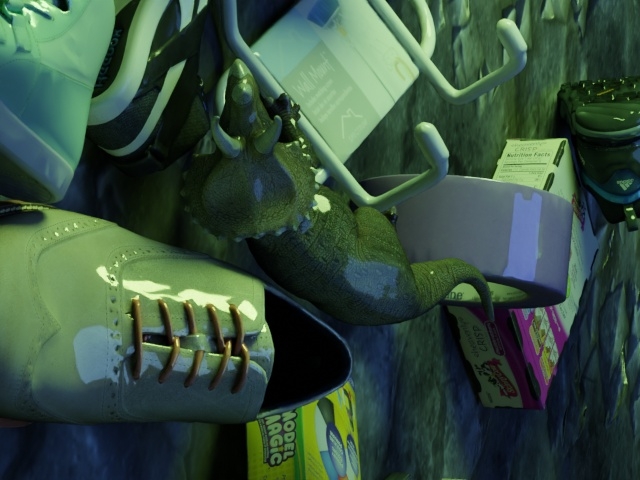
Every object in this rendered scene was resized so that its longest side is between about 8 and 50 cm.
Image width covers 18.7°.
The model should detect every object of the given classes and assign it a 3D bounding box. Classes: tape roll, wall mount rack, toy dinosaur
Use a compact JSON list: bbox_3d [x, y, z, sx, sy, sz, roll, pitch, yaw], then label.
[{"bbox_3d":[0.115,0.003,1.632,0.189,0.189,0.080,24,70,-62],"label":"tape roll"},{"bbox_3d":[0.016,-0.198,1.506,0.304,0.130,0.350,52,36,-10],"label":"wall mount rack"},{"bbox_3d":[0.000,0.000,1.349,0.313,0.121,0.160,45,17,-28],"label":"toy dinosaur"}]

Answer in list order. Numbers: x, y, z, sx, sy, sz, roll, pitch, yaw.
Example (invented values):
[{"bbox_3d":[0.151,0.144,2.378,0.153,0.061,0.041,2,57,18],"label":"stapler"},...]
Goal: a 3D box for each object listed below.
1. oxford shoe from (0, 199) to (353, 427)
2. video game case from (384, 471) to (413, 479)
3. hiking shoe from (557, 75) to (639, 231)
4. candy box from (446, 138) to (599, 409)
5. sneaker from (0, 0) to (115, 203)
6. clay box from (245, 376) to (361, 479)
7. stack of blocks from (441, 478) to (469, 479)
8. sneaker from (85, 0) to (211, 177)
[{"bbox_3d":[-0.111,0.050,1.220,0.397,0.146,0.140,7,87,-63],"label":"oxford shoe"},{"bbox_3d":[0.049,0.367,1.700,0.196,0.026,0.274,-36,124,-58],"label":"video game case"},{"bbox_3d":[0.308,-0.100,2.071,0.304,0.113,0.132,-48,133,-73],"label":"hiking shoe"},{"bbox_3d":[0.204,0.031,1.947,0.233,0.071,0.159,-63,144,-40],"label":"candy box"},{"bbox_3d":[-0.197,-0.138,1.097,0.256,0.094,0.151,54,48,-62],"label":"sneaker"},{"bbox_3d":[-0.011,0.174,1.465,0.127,0.053,0.222,56,23,-50],"label":"clay box"},{"bbox_3d":[0.133,0.385,1.744,0.171,0.087,0.297,63,37,-44],"label":"stack of blocks"},{"bbox_3d":[-0.104,-0.143,1.318,0.217,0.079,0.121,-66,150,-24],"label":"sneaker"}]
